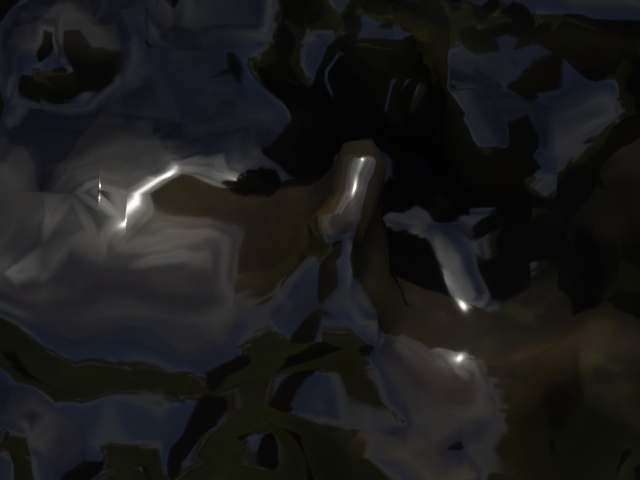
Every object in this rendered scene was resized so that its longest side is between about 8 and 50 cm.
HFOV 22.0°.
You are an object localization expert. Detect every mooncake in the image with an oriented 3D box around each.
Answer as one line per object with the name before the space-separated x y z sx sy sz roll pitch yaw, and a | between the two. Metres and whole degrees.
mooncake | 0.040 -0.012 0.577 0.393 0.394 0.246 -20 124 -34
